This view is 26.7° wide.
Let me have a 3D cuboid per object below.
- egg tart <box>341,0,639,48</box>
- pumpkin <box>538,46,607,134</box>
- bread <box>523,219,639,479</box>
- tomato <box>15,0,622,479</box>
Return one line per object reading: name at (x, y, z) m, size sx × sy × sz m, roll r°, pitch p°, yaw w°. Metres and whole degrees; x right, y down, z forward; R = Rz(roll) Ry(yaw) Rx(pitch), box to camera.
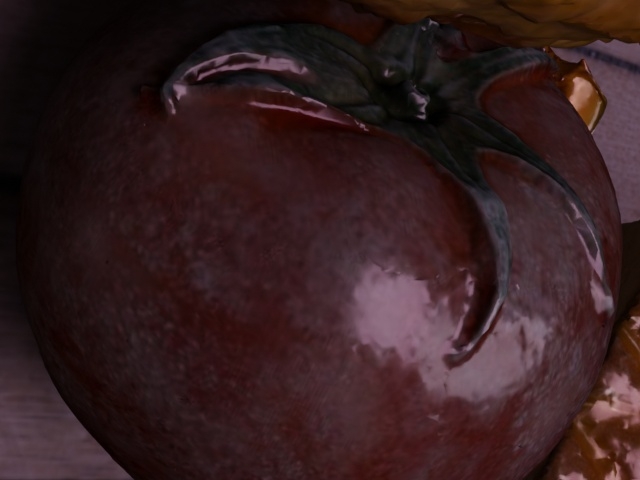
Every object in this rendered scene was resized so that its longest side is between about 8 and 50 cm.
egg tart at (-0.025, -0.226, 0.531) m, size 0.443 × 0.443 × 0.178 m, roll 10°, pitch 116°, yaw -42°
pumpkin at (0.063, -0.149, 0.876) m, size 0.163 × 0.111 × 0.278 m, roll -35°, pitch 125°, yaw -11°
bread at (0.252, 0.159, 0.985) m, size 0.279 × 0.207 × 0.279 m, roll 31°, pitch 75°, yaw -13°
tomato at (0.000, 0.000, 0.703) m, size 0.317 × 0.316 × 0.282 m, roll -10°, pitch 145°, yaw -39°
